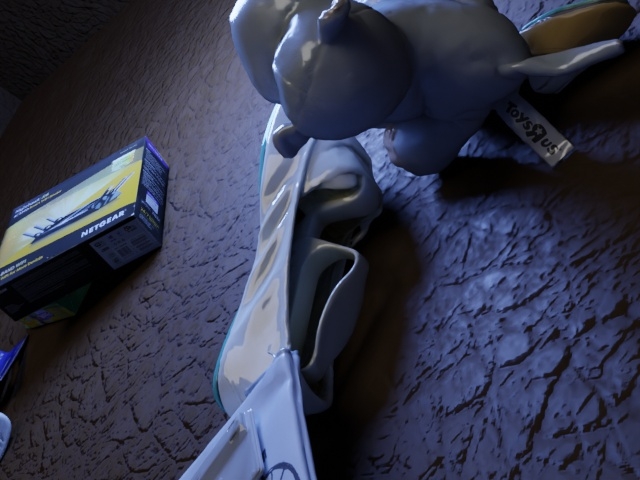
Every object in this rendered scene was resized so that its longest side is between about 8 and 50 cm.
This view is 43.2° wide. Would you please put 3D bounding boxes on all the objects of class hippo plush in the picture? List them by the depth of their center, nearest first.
[{"bbox_3d":[0.046,-0.139,0.728,0.294,0.236,0.234,50,143,31],"label":"hippo plush"}]

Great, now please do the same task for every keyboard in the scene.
[{"bbox_3d":[-0.119,0.257,0.697,0.256,0.014,0.072,-56,33,21],"label":"keyboard"}]

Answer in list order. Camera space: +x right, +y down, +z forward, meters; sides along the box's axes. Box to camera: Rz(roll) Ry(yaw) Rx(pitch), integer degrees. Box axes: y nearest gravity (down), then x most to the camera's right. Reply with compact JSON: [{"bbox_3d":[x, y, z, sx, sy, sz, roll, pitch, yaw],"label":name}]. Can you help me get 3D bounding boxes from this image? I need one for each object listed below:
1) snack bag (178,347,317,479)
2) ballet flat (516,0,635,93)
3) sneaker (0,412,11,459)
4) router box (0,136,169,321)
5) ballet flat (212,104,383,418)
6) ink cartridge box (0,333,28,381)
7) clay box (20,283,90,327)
[{"bbox_3d":[-0.082,0.305,0.641,0.323,0.037,0.343,-53,30,26],"label":"snack bag"},{"bbox_3d":[0.200,-0.167,0.781,0.232,0.080,0.073,-6,82,56],"label":"ballet flat"},{"bbox_3d":[-0.597,0.368,1.330,0.121,0.079,0.217,12,70,57],"label":"sneaker"},{"bbox_3d":[-0.415,-0.024,1.406,0.308,0.081,0.243,-27,36,13],"label":"router box"},{"bbox_3d":[0.000,0.000,0.830,0.139,0.139,0.400,-17,53,47],"label":"ballet flat"},{"bbox_3d":[-0.705,0.322,1.517,0.371,0.069,0.176,-43,18,13],"label":"ink cartridge box"},{"bbox_3d":[-0.500,0.090,1.513,0.222,0.053,0.127,-16,45,45],"label":"clay box"}]
